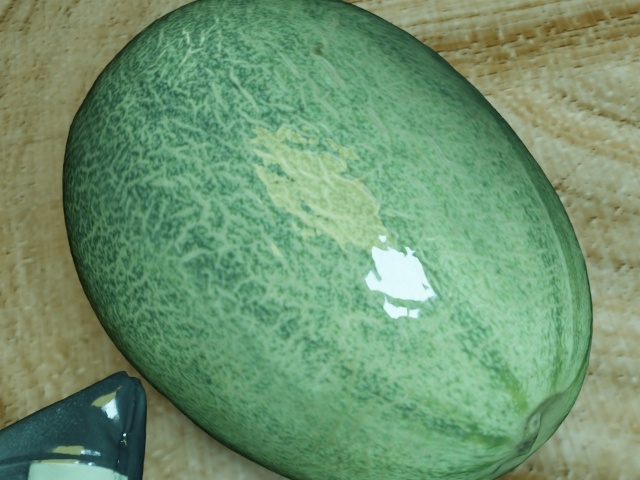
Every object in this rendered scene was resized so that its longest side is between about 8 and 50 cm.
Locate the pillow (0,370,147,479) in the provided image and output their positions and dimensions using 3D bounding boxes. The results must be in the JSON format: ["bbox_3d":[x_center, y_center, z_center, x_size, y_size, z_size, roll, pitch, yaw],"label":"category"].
[{"bbox_3d":[-0.160,0.206,0.634,0.186,0.106,0.250,-26,49,28],"label":"pillow"}]

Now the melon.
[{"bbox_3d":[0.000,0.000,0.689,0.248,0.248,0.329,-39,60,-20],"label":"melon"}]
